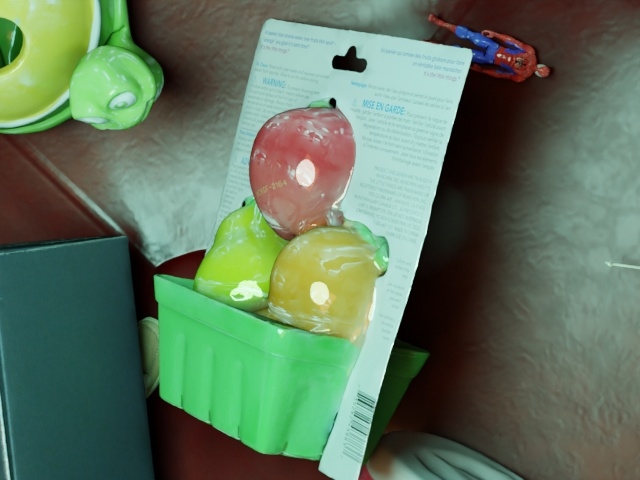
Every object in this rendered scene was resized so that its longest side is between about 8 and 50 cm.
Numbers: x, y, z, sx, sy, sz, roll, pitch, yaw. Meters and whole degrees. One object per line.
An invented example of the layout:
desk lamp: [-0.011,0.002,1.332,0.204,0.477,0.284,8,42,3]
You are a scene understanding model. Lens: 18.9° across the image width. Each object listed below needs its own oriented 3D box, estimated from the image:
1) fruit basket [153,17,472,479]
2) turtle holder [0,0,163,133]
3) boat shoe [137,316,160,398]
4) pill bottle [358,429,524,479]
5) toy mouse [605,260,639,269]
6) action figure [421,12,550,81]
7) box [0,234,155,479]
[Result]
fruit basket: [0.000,0.000,1.609,0.327,0.165,0.353,17,88,57]
turtle holder: [-0.297,-0.189,1.703,0.243,0.227,0.320,-35,81,19]
boat shoe: [-0.183,0.134,1.782,0.050,0.045,0.135,29,105,15]
pill bottle: [0.061,0.337,1.635,0.176,0.176,0.318,29,103,16]
toy mouse: [0.341,0.017,1.580,0.161,0.031,0.143,42,107,13]
action figure: [0.142,-0.161,1.646,0.115,0.030,0.038,20,96,16]
box: [-0.372,0.158,1.741,0.395,0.212,0.293,-4,93,30]
